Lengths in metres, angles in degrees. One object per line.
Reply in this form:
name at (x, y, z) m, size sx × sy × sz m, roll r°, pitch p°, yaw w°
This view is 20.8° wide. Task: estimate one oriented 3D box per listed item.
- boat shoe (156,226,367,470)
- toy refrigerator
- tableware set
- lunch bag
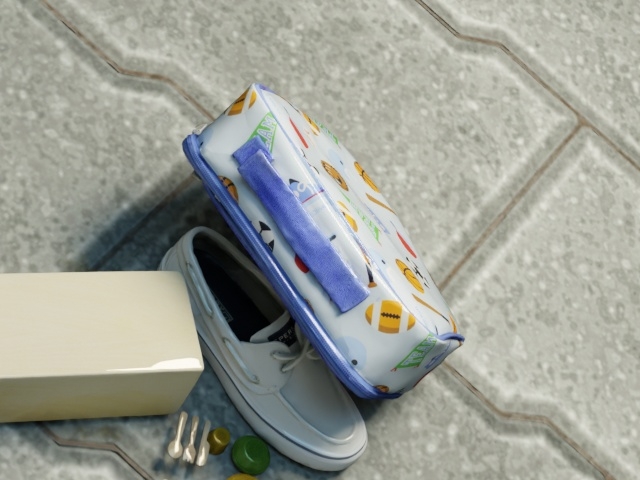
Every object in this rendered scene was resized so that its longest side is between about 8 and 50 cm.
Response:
boat shoe at (-0.049, 0.098, 1.572) m, size 0.258 × 0.084 × 0.095 m, roll 45°, pitch 55°, yaw 4°
toy refrigerator at (-0.247, 0.093, 1.484) m, size 0.269 × 0.094 × 0.102 m, roll -1°, pitch 58°, yaw -26°
tableware set at (-0.095, 0.230, 1.519) m, size 0.104 × 0.024 × 0.154 m, roll 21°, pitch 56°, yaw -16°
lunch bag at (0.000, 0.000, 1.558) m, size 0.115 × 0.243 × 0.303 m, roll -38°, pitch 79°, yaw 9°
